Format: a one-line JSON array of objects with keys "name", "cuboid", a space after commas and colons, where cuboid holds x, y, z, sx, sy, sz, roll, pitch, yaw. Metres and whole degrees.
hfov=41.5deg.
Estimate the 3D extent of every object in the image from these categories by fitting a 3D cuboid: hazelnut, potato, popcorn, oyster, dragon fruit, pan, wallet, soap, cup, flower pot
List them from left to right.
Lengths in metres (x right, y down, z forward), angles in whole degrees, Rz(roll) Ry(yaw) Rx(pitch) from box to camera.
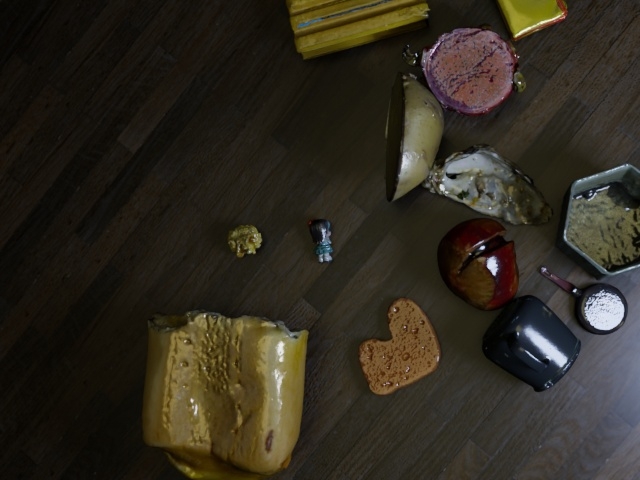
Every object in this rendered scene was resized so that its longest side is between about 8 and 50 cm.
[{"name": "popcorn", "cuboid": [-0.181, 0.001, 2.007, 0.082, 0.057, 0.083, 22, 93, 14]}, {"name": "soap", "cuboid": [0.084, -0.563, 1.979, 0.325, 0.096, 0.204, -12, 84, 10]}, {"name": "potato", "cuboid": [0.207, -0.221, 1.865, 0.116, 0.239, 0.299, 9, 59, -7]}, {"name": "dragon fruit", "cuboid": [0.330, -0.386, 1.903, 0.282, 0.147, 0.211, 18, 98, 15]}, {"name": "hazelnut", "cuboid": [0.353, 0.054, 1.849, 0.178, 0.178, 0.204, -35, 79, 7]}, {"name": "oyster", "cuboid": [0.380, -0.118, 1.898, 0.294, 0.094, 0.166, 34, 113, 3]}, {"name": "wallet", "cuboid": [0.455, -0.589, 1.928, 0.141, 0.067, 0.241, -22, 86, 4]}, {"name": "cup", "cuboid": [0.445, 0.227, 1.783, 0.176, 0.223, 0.169, 42, 107, 3]}, {"name": "pan", "cuboid": [0.576, 0.120, 1.853, 0.212, 0.040, 0.115, 37, 88, 11]}, {"name": "flower pot", "cuboid": [0.615, -0.034, 1.782, 0.239, 0.189, 0.209, 40, 93, 11]}]

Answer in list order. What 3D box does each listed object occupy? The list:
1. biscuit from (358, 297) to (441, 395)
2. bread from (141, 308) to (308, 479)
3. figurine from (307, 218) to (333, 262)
[{"name": "biscuit", "cuboid": [0.172, 0.241, 1.927, 0.192, 0.036, 0.186, -28, 78, 8]}, {"name": "bread", "cuboid": [-0.208, 0.350, 1.894, 0.361, 0.250, 0.394, 3, 90, 14]}, {"name": "figurine", "cuboid": [0.000, 0.000, 1.979, 0.060, 0.047, 0.106, -7, 91, 47]}]
